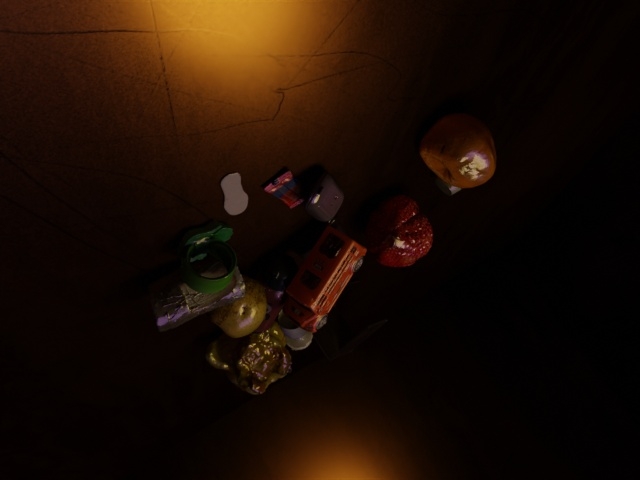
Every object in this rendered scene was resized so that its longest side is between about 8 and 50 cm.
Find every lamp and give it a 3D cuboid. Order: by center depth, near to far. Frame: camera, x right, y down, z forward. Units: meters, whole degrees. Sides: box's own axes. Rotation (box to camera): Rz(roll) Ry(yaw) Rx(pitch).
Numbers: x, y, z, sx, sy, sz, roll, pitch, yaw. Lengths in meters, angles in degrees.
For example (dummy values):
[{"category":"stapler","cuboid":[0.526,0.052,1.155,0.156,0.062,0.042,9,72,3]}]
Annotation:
[{"category":"lamp","cuboid":[0.519,-0.261,1.982,0.214,0.121,0.121,-42,161,-7]}]

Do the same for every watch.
[{"category":"watch","cuboid":[-0.271,0.044,1.387,0.165,0.152,0.131,-18,152,-34]}]

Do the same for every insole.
[{"category":"insole","cuboid":[-0.211,-0.110,1.340,0.065,0.004,0.197,-30,160,-12]}]

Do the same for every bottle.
[{"category":"bottle","cuboid":[-0.177,0.172,1.853,0.144,0.144,0.336,-18,151,-39]}]

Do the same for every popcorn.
[{"category":"popcorn","cuboid":[-0.284,0.426,2.103,0.325,0.321,0.290,-8,168,-20]}]

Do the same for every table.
[{"category":"table","cuboid":[0.112,0.372,2.589,0.282,0.251,0.196,-44,158,27]}]

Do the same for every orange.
[{"category":"orange","cuboid":[0.435,-0.277,1.673,0.183,0.249,0.249,-50,160,-4]}]

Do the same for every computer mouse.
[{"category":"computer mouse","cuboid":[0.009,-0.121,1.550,0.120,0.057,0.232,-60,163,-1]}]

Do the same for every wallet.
[{"category":"wallet","cuboid":[0.000,0.000,1.863,0.182,0.049,0.229,-38,162,0]}]

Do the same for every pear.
[{"category":"pear","cuboid":[-0.253,0.193,1.695,0.197,0.197,0.197,-30,160,-12]}]

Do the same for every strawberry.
[{"category":"strawberry","cuboid":[0.266,-0.020,1.932,0.238,0.250,0.288,-39,-178,21]}]

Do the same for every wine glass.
[{"category":"wine glass","cuboid":[-0.111,0.383,2.424,0.143,0.143,0.321,-30,159,-11]}]

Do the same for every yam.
[{"category":"yam","cuboid":[-0.345,0.136,1.481,0.254,0.154,0.154,-24,158,-26]}]

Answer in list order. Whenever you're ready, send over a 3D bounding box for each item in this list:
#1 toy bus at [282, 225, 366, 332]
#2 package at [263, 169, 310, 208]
[{"category":"toy bus","cuboid":[-0.001,0.125,1.743,0.329,0.143,0.153,-57,155,-1]},{"category":"package","cuboid":[-0.081,-0.132,1.466,0.083,0.022,0.200,-37,160,7]}]
